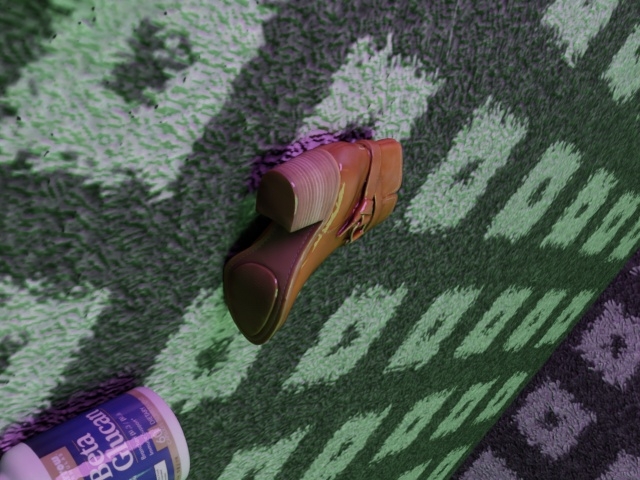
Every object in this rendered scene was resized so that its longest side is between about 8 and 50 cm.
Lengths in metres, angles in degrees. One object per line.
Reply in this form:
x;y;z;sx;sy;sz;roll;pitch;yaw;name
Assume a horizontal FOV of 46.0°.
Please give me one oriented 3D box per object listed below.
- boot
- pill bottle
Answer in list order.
0.000;0.000;0.672;0.152;0.073;0.197;-23;147;-44;boot
-0.201;0.196;0.616;0.169;0.094;0.094;-23;144;-38;pill bottle
